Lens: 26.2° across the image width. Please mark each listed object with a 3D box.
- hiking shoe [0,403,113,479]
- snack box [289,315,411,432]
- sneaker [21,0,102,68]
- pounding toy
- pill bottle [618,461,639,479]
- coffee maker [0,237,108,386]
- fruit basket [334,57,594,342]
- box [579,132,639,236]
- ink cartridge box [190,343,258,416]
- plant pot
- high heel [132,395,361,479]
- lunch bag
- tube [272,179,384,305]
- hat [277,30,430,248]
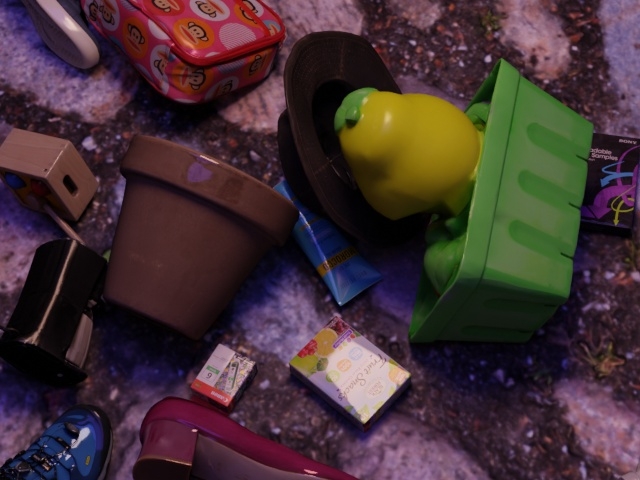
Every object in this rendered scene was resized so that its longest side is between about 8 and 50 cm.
[{"bbox_3d":[-0.379,0.329,1.789,0.113,0.132,0.304,28,63,18],"label":"hiking shoe"},{"bbox_3d":[0.041,0.183,1.902,0.141,0.037,0.100,38,70,22],"label":"snack box"},{"bbox_3d":[-0.425,-0.429,2.239,0.148,0.131,0.350,-31,66,-18],"label":"sneaker"},{"bbox_3d":[-0.402,-0.075,2.041,0.130,0.141,0.100,14,61,28],"label":"pounding toy"},{"bbox_3d":[0.453,0.308,1.785,0.120,0.067,0.067,-20,61,-8],"label":"pill bottle"},{"bbox_3d":[-0.372,0.088,1.910,0.120,0.171,0.178,0,57,23],"label":"coffee maker"},{"bbox_3d":[0.171,-0.070,1.891,0.392,0.283,0.392,6,63,-12],"label":"fruit basket"},{"bbox_3d":[0.410,-0.088,2.041,0.116,0.029,0.162,8,59,8],"label":"box"},{"bbox_3d":[-0.143,0.206,1.906,0.063,0.029,0.115,26,64,17],"label":"ink cartridge box"},{"bbox_3d":[-0.189,0.009,1.918,0.263,0.263,0.229,21,80,15],"label":"plant pot"},{"bbox_3d":[-0.055,0.295,1.818,0.377,0.127,0.181,19,26,-4],"label":"high heel"},{"bbox_3d":[-0.203,-0.355,2.165,0.258,0.120,0.293,-26,62,-41],"label":"lunch bag"},{"bbox_3d":[0.000,0.000,2.010,0.080,0.052,0.207,-34,68,-14],"label":"tube"},{"bbox_3d":[0.020,-0.133,2.002,0.134,0.331,0.331,-19,50,40],"label":"hat"}]
